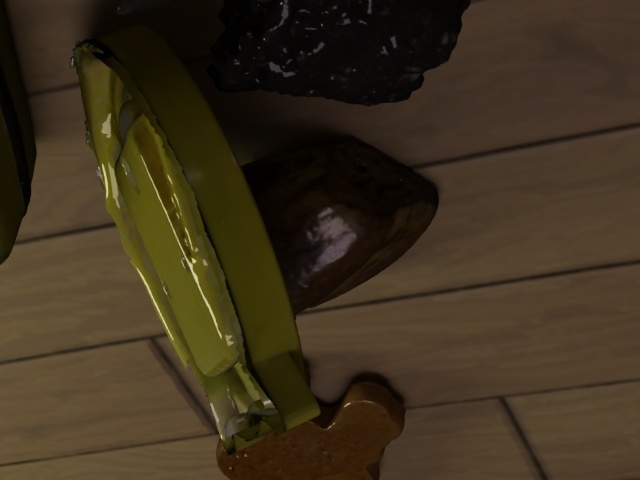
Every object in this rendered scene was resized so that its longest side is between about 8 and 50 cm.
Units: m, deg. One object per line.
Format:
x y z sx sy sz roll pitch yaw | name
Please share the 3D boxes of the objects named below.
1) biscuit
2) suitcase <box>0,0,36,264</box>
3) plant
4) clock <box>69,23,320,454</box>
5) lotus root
-0.015 0.183 1.565 0.144 0.040 0.236 19 141 -3 | biscuit
-0.298 -0.078 1.208 0.194 0.143 0.235 3 141 5 | suitcase
-0.020 -0.160 1.080 0.203 0.142 0.131 9 151 -16 | plant
-0.073 -0.005 1.182 0.071 0.293 0.277 -24 -179 -15 | clock
0.002 -0.004 1.295 0.159 0.095 0.135 31 132 -34 | lotus root
